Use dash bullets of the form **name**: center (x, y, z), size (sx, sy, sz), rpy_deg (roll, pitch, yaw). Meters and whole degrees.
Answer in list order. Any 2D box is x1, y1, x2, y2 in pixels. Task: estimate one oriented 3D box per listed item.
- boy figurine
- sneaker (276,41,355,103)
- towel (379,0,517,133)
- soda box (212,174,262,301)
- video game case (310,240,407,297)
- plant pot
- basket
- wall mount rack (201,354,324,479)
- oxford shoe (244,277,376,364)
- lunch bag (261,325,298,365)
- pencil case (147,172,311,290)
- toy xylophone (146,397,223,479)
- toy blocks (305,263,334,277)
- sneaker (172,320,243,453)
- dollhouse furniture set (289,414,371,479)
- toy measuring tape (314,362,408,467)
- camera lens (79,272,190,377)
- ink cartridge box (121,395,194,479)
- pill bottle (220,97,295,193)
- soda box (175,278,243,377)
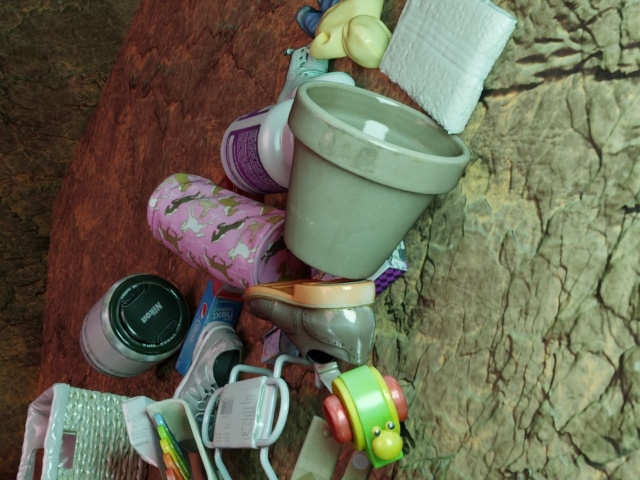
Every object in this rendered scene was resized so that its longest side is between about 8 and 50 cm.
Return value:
- **boy figurine**: center (0.055, -0.389, 1.630), size (0.177, 0.092, 0.285), rpy_deg (-46, 34, 1)
- **sneaker**: center (-0.008, -0.324, 1.725), size (0.256, 0.094, 0.151), rpy_deg (-6, 70, 62)
- **towel**: center (0.186, -0.292, 1.375), size (0.187, 0.049, 0.282), rpy_deg (-67, 29, 23)
- **soda box**: center (-0.175, -0.005, 1.910), size (0.083, 0.092, 0.263), rpy_deg (-48, 38, 46)
- **video game case**: center (0.055, 0.011, 1.496), size (0.232, 0.042, 0.210), rpy_deg (-47, 39, 46)
- **plant pot**: center (0.053, -0.074, 1.297), size (0.229, 0.263, 0.263), rpy_deg (-68, 27, 21)
- **basket**: center (-0.616, 0.566, 2.328), size (0.331, 0.266, 0.328), rpy_deg (-32, 50, 54)
- **wall mount rack**: center (-0.096, 0.358, 1.555), size (0.350, 0.131, 0.304), rpy_deg (-24, 54, 60)
- **oxford shoe**: center (-0.030, 0.130, 1.435), size (0.364, 0.130, 0.132), rpy_deg (175, 90, -67)
- **lunch bag**: center (-0.073, 0.182, 1.664), size (0.071, 0.053, 0.083), rpy_deg (-38, 37, 51)
- **pencil case**: center (-0.180, -0.018, 1.732), size (0.386, 0.167, 0.160), rpy_deg (21, 123, 44)
- **toy xylophone**: center (-0.233, 0.444, 1.689), size (0.322, 0.081, 0.236), rpy_deg (-129, 16, -62)
- **toy blocks**: center (0.000, 0.000, 1.501), size (0.123, 0.054, 0.148), rpy_deg (-36, 46, 52)
- **sneaker**: center (-0.231, 0.312, 1.860), size (0.115, 0.105, 0.281), rpy_deg (26, 105, 57)
- **dollhouse furniture set**: center (0.019, 0.356, 1.291), size (0.151, 0.144, 0.123), rpy_deg (-31, -38, -74)
- **toy measuring tape**: center (0.045, 0.217, 1.338), size (0.330, 0.121, 0.121), rpy_deg (-133, 60, -66)
- **camera lens**: center (-0.462, 0.216, 2.237), size (0.274, 0.219, 0.219), rpy_deg (-36, 47, 54)
- **ink cartridge box**: center (-0.322, 0.447, 1.850), size (0.189, 0.066, 0.232), rpy_deg (55, -161, -65)
- **pill bottle**: center (-0.058, -0.171, 1.668), size (0.301, 0.169, 0.169), rpy_deg (2, 79, 64)
- **soda box**: center (-0.238, 0.196, 1.944), size (0.071, 0.067, 0.210), rpy_deg (26, 96, 62)
